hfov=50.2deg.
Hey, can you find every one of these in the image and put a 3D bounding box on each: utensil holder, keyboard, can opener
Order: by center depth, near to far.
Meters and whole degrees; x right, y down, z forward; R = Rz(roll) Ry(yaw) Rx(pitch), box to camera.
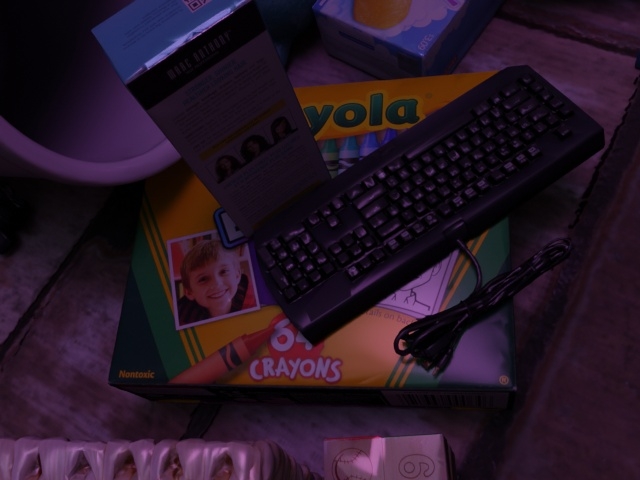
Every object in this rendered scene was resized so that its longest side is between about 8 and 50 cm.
[{"bbox_3d":[0.108,-0.016,0.588,0.317,0.033,0.201,-34,64,-4],"label":"keyboard"},{"bbox_3d":[-0.333,-0.217,0.668,0.386,0.327,0.327,3,67,34],"label":"utensil holder"},{"bbox_3d":[-0.419,-0.064,0.833,0.073,0.059,0.186,-44,65,-7],"label":"can opener"}]

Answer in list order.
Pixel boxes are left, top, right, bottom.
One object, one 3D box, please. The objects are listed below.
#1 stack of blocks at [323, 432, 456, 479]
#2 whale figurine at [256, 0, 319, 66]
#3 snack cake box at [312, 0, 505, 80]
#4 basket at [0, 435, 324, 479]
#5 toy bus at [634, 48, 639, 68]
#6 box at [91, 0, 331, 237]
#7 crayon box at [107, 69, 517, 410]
[{"bbox_3d":[0.066,0.303,0.499,0.087,0.171,0.297,-6,67,11],"label":"stack of blocks"},{"bbox_3d":[-0.115,-0.281,0.785,0.272,0.141,0.216,-35,103,5],"label":"whale figurine"},{"bbox_3d":[0.133,-0.309,0.791,0.152,0.089,0.264,31,77,24],"label":"snack cake box"},{"bbox_3d":[-0.134,0.305,0.465,0.267,0.328,0.331,-5,66,7],"label":"basket"},{"bbox_3d":[0.438,-0.191,0.659,0.202,0.104,0.191,40,81,25],"label":"toy bus"},{"bbox_3d":[-0.070,-0.097,0.544,0.101,0.244,0.060,-35,63,-4],"label":"box"},{"bbox_3d":[0.000,0.000,0.680,0.363,0.106,0.313,-2,67,13],"label":"crayon box"}]
